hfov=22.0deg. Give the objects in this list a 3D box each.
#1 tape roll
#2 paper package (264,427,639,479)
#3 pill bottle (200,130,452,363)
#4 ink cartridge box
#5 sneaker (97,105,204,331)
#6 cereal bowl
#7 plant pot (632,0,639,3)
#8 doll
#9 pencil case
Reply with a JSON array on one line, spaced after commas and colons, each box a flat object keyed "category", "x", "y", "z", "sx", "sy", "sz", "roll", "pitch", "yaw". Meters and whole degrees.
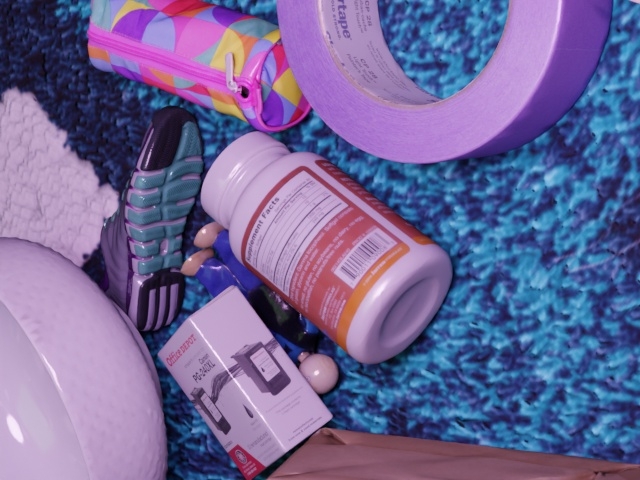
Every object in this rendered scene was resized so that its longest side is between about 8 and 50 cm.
[{"category": "tape roll", "x": 0.097, "y": -0.202, "z": 1.352, "sx": 0.275, "sy": 0.090, "sz": 0.275, "roll": 5, "pitch": 98, "yaw": 36}, {"category": "paper package", "x": 0.101, "y": 0.337, "z": 1.324, "sx": 0.309, "sy": 0.168, "sz": 0.325, "roll": 4, "pitch": 99, "yaw": 16}, {"category": "pill bottle", "x": 0.000, "y": 0.000, "z": 1.430, "sx": 0.216, "sy": 0.121, "sz": 0.121, "roll": 39, "pitch": 117, "yaw": 27}, {"category": "ink cartridge box", "x": -0.072, "y": 0.130, "z": 1.497, "sx": 0.150, "sy": 0.063, "sz": 0.109, "roll": 53, "pitch": 150, "yaw": 6}, {"category": "sneaker", "x": -0.179, "y": -0.028, "z": 1.586, "sx": 0.098, "sy": 0.083, "sz": 0.224, "roll": 23, "pitch": 110, "yaw": 38}, {"category": "cereal bowl", "x": -0.253, "y": 0.146, "z": 1.593, "sx": 0.339, "sy": 0.141, "sz": 0.339, "roll": 34, "pitch": 137, "yaw": 39}, {"category": "plant pot", "x": 0.298, "y": -0.299, "z": 1.127, "sx": 0.284, "sy": 0.191, "sz": 0.284, "roll": 6, "pitch": 99, "yaw": 37}, {"category": "doll", "x": -0.050, "y": 0.071, "z": 1.523, "sx": 0.189, "sy": 0.046, "sz": 0.129, "roll": 45, "pitch": 129, "yaw": 21}, {"category": "pencil case", "x": -0.111, "y": -0.172, "z": 1.502, "sx": 0.236, "sy": 0.104, "sz": 0.104, "roll": 22, "pitch": 108, "yaw": 35}]
